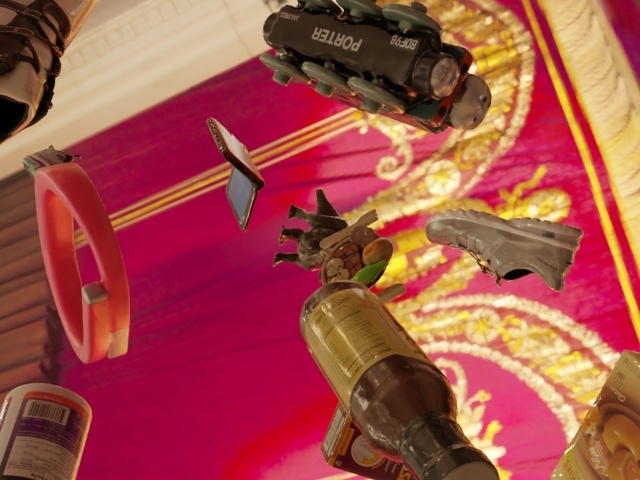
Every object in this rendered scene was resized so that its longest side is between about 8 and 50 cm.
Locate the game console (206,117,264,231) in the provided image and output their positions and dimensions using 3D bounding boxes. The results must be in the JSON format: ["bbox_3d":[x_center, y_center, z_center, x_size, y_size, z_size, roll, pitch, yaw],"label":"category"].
[{"bbox_3d":[-0.147,-0.105,1.256,0.124,0.085,0.144,41,-169,-35],"label":"game console"}]

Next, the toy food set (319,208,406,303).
[{"bbox_3d":[0.055,0.031,1.272,0.038,0.132,0.192,48,-163,-42],"label":"toy food set"}]

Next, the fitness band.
[{"bbox_3d":[-0.307,0.035,1.013,0.209,0.054,0.291,55,148,26],"label":"fitness band"}]

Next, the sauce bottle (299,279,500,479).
[{"bbox_3d":[0.076,0.161,0.862,0.111,0.111,0.344,57,177,-32],"label":"sauce bottle"}]

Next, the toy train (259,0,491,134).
[{"bbox_3d":[0.067,-0.228,1.034,0.190,0.142,0.334,22,-176,-46],"label":"toy train"}]

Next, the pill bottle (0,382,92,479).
[{"bbox_3d":[-0.338,0.273,0.921,0.108,0.108,0.193,53,-152,-38],"label":"pill bottle"}]

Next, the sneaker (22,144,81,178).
[{"bbox_3d":[-0.357,-0.094,1.104,0.098,0.069,0.038,49,155,12],"label":"sneaker"}]

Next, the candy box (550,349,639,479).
[{"bbox_3d":[0.382,0.271,0.773,0.088,0.183,0.316,10,-158,-29],"label":"candy box"}]

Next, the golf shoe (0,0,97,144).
[{"bbox_3d":[-0.184,-0.113,0.492,0.094,0.198,0.077,32,170,30],"label":"golf shoe"}]

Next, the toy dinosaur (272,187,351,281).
[{"bbox_3d":[0.000,0.000,1.592,0.313,0.160,0.121,-73,-2,-65],"label":"toy dinosaur"}]

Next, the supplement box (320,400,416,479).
[{"bbox_3d":[0.108,0.370,1.434,0.188,0.104,0.081,21,-175,-12],"label":"supplement box"}]

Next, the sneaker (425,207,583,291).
[{"bbox_3d":[0.277,0.015,1.289,0.105,0.281,0.115,12,-92,-42],"label":"sneaker"}]
